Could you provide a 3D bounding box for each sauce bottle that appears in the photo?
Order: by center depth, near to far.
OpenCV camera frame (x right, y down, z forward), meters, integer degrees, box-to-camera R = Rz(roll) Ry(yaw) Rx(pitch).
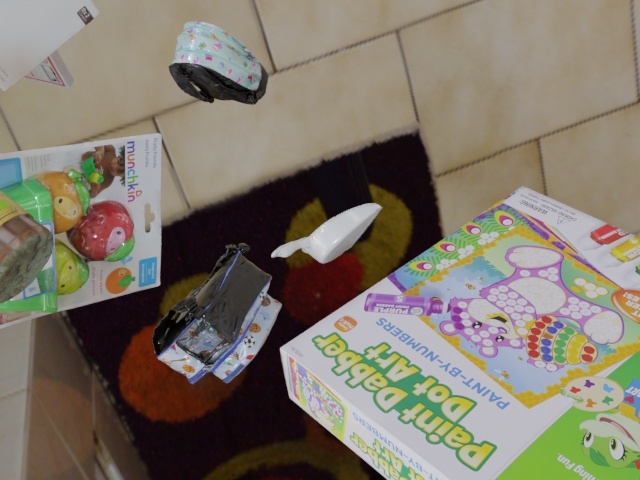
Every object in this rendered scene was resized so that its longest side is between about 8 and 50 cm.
[{"bbox_3d":[-0.466,-0.067,0.945,0.344,0.111,0.111,35,105,4],"label":"sauce bottle"}]

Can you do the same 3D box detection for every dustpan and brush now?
[{"bbox_3d":[0.000,0.000,1.474,0.211,0.060,0.147,-33,166,-42],"label":"dustpan and brush"}]

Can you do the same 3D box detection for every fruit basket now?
[{"bbox_3d":[-0.436,-0.013,1.495,0.353,0.165,0.327,-10,120,-32],"label":"fruit basket"}]

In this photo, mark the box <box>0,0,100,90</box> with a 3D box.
[{"bbox_3d":[-0.427,-0.333,1.118,0.182,0.119,0.181,-42,154,-7],"label":"box"}]

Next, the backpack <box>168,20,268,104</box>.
[{"bbox_3d":[-0.200,-0.331,1.580,0.182,0.152,0.115,24,71,-56],"label":"backpack"}]

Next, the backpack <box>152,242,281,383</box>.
[{"bbox_3d":[-0.229,0.183,1.831,0.213,0.276,0.263,47,126,-9],"label":"backpack"}]

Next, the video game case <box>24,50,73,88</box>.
[{"bbox_3d":[-0.620,-0.376,1.556,0.285,0.025,0.204,14,158,10],"label":"video game case"}]

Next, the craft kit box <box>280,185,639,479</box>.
[{"bbox_3d":[0.146,0.081,0.529,0.247,0.250,0.061,-34,133,-26],"label":"craft kit box"}]
